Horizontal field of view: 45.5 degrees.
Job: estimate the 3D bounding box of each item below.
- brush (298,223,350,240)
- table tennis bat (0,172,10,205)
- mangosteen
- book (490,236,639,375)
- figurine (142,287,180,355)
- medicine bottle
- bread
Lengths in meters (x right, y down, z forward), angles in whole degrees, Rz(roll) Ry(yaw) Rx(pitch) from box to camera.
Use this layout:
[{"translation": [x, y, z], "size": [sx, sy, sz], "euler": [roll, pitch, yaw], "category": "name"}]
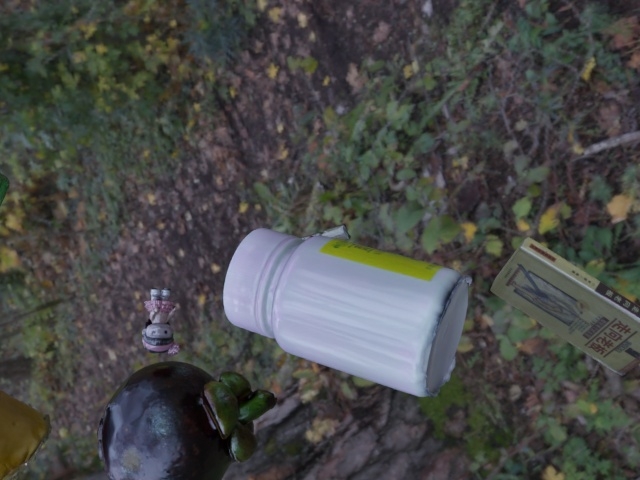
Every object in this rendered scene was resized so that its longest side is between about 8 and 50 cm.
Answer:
[{"translation": [0.000, 0.000, 1.911], "size": [0.043, 0.036, 0.248], "euler": [59, 152, -9], "category": "brush"}, {"translation": [-0.463, 0.028, 0.977], "size": [0.160, 0.039, 0.257], "euler": [32, 98, 56], "category": "table tennis bat"}, {"translation": [-0.272, 0.371, 1.472], "size": [0.311, 0.311, 0.311], "euler": [40, 141, 44], "category": "mangosteen"}, {"translation": [0.363, 0.097, 1.088], "size": [0.231, 0.026, 0.161], "euler": [33, 156, 12], "category": "book"}, {"translation": [-0.303, 0.155, 1.460], "size": [0.054, 0.072, 0.129], "euler": [-12, 76, 62], "category": "figurine"}, {"translation": [0.043, 0.110, 1.283], "size": [0.379, 0.213, 0.213], "euler": [14, 126, 23], "category": "medicine bottle"}, {"translation": [-0.815, 0.449, 1.580], "size": [0.394, 0.361, 0.250], "euler": [37, -165, -19], "category": "bread"}]
